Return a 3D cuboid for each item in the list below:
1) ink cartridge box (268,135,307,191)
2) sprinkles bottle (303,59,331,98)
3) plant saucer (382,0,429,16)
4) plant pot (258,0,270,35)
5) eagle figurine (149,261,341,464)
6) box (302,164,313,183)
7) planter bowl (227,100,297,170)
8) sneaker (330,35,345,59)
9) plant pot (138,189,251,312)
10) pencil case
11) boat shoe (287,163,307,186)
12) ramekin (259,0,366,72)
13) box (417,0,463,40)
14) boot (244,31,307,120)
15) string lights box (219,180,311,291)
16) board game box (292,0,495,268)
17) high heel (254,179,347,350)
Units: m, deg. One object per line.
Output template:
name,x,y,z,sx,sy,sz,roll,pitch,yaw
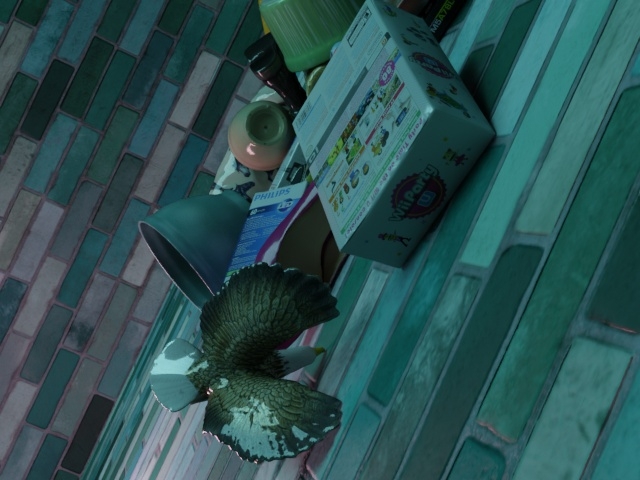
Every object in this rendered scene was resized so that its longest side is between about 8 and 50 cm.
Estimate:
ink cartridge box,-0.061,-0.138,2.070,0.180,0.060,0.104,-64,11,-1
sprinkles bottle,0.023,-0.359,2.021,0.121,0.121,0.355,-61,13,18
plant saucer,0.176,-0.475,1.578,0.310,0.050,0.310,-58,15,24
plant pot,-0.034,-0.557,2.294,0.212,0.187,0.212,147,113,-67
eagle figurine,-0.087,0.173,1.286,0.225,0.226,0.298,-47,1,-20
box,0.042,-0.184,1.741,0.232,0.058,0.087,-53,17,40
planter bowl,-0.126,-0.246,2.128,0.109,0.162,0.162,138,156,-78
sneaker,0.079,-0.302,1.624,0.262,0.125,0.104,-87,-2,-69
plant pot,-0.215,0.017,1.994,0.196,0.293,0.293,-40,5,-17
pencil case,-0.137,-0.183,2.256,0.160,0.184,0.410,57,-124,-71
boat shoe,-0.079,-0.043,1.883,0.114,0.091,0.302,-48,21,53
ramekin,0.023,-0.489,1.915,0.303,0.148,0.303,-30,20,13
box,0.203,-0.417,1.567,0.184,0.045,0.190,-59,14,30
boot,-0.069,-0.347,2.142,0.091,0.229,0.263,-31,30,17
string lights box,-0.086,0.023,1.702,0.133,0.077,0.259,-11,48,38
board game box,0.082,-0.148,1.233,0.224,0.098,0.303,-57,30,29
high heel,0.000,0.000,1.425,0.181,0.127,0.377,-5,65,68
